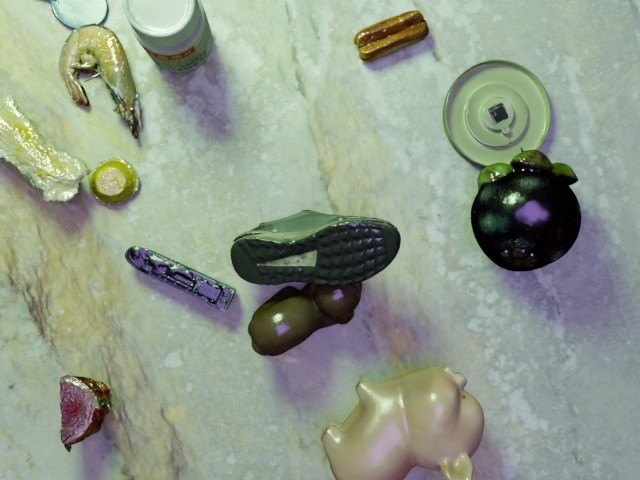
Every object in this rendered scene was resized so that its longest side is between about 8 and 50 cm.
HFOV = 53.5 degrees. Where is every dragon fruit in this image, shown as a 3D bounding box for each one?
[{"bbox_3d":[-0.461,0.337,1.272,0.096,0.102,0.147,-5,86,-7],"label":"dragon fruit"}]

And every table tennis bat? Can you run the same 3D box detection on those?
[{"bbox_3d":[-0.512,-0.487,1.298,0.155,0.019,0.100,15,90,-6],"label":"table tennis bat"}]

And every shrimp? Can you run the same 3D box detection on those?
[{"bbox_3d":[-0.443,-0.316,1.294,0.143,0.052,0.251,-24,86,8],"label":"shrimp"}]

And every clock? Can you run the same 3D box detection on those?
[{"bbox_3d":[0.379,-0.271,1.365,0.235,0.029,0.235,0,90,-5],"label":"clock"}]

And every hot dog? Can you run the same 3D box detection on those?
[{"bbox_3d":[0.151,-0.432,1.338,0.165,0.045,0.071,-23,90,-4],"label":"hot dog"}]

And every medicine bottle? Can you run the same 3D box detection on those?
[{"bbox_3d":[-0.283,-0.412,1.200,0.144,0.252,0.145,0,90,-6],"label":"medicine bottle"}]

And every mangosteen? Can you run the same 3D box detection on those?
[{"bbox_3d":[0.415,-0.062,1.285,0.242,0.243,0.243,0,90,-5],"label":"mangosteen"}]

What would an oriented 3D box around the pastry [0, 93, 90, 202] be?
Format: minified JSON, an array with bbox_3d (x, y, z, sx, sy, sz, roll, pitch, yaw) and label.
[{"bbox_3d":[-0.575,-0.177,1.260,0.258,0.089,0.121,40,84,-5],"label":"pastry"}]

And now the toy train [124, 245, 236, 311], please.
[{"bbox_3d":[-0.288,0.072,1.304,0.233,0.051,0.052,25,88,-1],"label":"toy train"}]

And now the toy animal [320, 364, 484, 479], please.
[{"bbox_3d":[0.168,0.383,1.270,0.269,0.237,0.326,40,92,5],"label":"toy animal"}]

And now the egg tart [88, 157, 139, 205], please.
[{"bbox_3d":[-0.424,-0.120,1.297,0.105,0.039,0.105,0,92,-5],"label":"egg tart"}]

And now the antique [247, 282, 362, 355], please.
[{"bbox_3d":[-0.028,0.142,1.282,0.256,0.143,0.121,-24,90,-6],"label":"antique"}]

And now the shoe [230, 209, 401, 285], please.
[{"bbox_3d":[0.000,0.000,1.265,0.336,0.171,0.132,-6,113,17],"label":"shoe"}]
